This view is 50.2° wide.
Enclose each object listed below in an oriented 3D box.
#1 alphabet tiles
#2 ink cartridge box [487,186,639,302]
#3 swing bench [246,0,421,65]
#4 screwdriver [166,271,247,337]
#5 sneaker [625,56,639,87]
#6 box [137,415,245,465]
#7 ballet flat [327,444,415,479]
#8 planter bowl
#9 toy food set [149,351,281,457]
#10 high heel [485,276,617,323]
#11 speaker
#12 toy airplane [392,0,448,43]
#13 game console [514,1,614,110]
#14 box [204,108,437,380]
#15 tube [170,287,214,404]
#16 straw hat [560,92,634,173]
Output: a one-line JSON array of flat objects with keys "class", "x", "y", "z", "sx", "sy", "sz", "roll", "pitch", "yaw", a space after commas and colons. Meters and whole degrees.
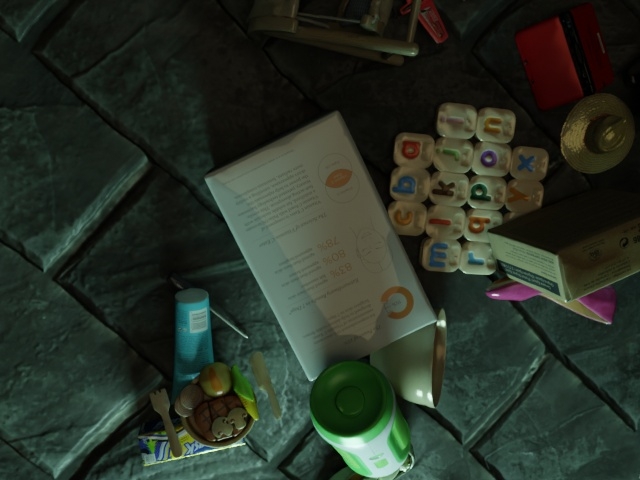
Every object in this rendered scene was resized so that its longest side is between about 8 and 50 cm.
[{"class": "alphabet tiles", "x": 0.249, "y": -0.085, "z": 1.163, "sx": 0.278, "sy": 0.021, "sz": 0.284, "roll": 4, "pitch": 98, "yaw": -12}, {"class": "ink cartridge box", "x": 0.424, "y": -0.001, "z": 1.102, "sx": 0.234, "sy": 0.193, "sz": 0.088, "roll": -21, "pitch": 106, "yaw": -12}, {"class": "swing bench", "x": 0.031, "y": -0.409, "z": 0.996, "sx": 0.254, "sy": 0.165, "sz": 0.253, "roll": 10, "pitch": 97, "yaw": -3}, {"class": "screwdriver", "x": -0.186, "y": 0.113, "z": 1.126, "sx": 0.170, "sy": 0.024, "sz": 0.025, "roll": 45, "pitch": 60, "yaw": -14}, {"class": "sneaker", "x": 0.612, "y": -0.212, "z": 1.110, "sx": 0.130, "sy": 0.286, "sz": 0.109, "roll": -31, "pitch": 144, "yaw": 7}, {"class": "box", "x": -0.212, "y": 0.320, "z": 1.133, "sx": 0.168, "sy": 0.059, "sz": 0.054, "roll": -10, "pitch": 98, "yaw": -7}, {"class": "ballet flat", "x": 0.074, "y": 0.420, "z": 1.188, "sx": 0.213, "sy": 0.068, "sz": 0.072, "roll": -39, "pitch": 103, "yaw": -1}, {"class": "planter bowl", "x": 0.144, "y": 0.188, "z": 1.132, "sx": 0.109, "sy": 0.162, "sz": 0.162, "roll": 4, "pitch": 99, "yaw": 18}, {"class": "toy food set", "x": -0.165, "y": 0.264, "z": 1.090, "sx": 0.192, "sy": 0.038, "sz": 0.132, "roll": -21, "pitch": 83, "yaw": -8}, {"class": "high heel", "x": 0.403, "y": 0.107, "z": 1.187, "sx": 0.244, "sy": 0.082, "sz": 0.117, "roll": -9, "pitch": 90, "yaw": -20}, {"class": "speaker", "x": 0.067, "y": 0.281, "z": 1.053, "sx": 0.131, "sy": 0.296, "sz": 0.131, "roll": -6, "pitch": 61, "yaw": 10}, {"class": "toy airplane", "x": 0.178, "y": -0.398, "z": 1.101, "sx": 0.151, "sy": 0.028, "sz": 0.151, "roll": 0, "pitch": 93, "yaw": -6}, {"class": "game console", "x": 0.416, "y": -0.311, "z": 1.159, "sx": 0.124, "sy": 0.085, "sz": 0.144, "roll": -31, "pitch": 104, "yaw": -35}, {"class": "box", "x": 0.000, "y": 0.000, "z": 1.054, "sx": 0.215, "sy": 0.168, "sz": 0.345, "roll": -26, "pitch": 101, "yaw": 1}, {"class": "tube", "x": -0.207, "y": 0.181, "z": 1.115, "sx": 0.080, "sy": 0.052, "sz": 0.207, "roll": 1, "pitch": 112, "yaw": -4}, {"class": "straw hat", "x": 0.489, "y": -0.181, "z": 1.166, "sx": 0.144, "sy": 0.061, "sz": 0.145, "roll": -1, "pitch": 98, "yaw": -8}]
